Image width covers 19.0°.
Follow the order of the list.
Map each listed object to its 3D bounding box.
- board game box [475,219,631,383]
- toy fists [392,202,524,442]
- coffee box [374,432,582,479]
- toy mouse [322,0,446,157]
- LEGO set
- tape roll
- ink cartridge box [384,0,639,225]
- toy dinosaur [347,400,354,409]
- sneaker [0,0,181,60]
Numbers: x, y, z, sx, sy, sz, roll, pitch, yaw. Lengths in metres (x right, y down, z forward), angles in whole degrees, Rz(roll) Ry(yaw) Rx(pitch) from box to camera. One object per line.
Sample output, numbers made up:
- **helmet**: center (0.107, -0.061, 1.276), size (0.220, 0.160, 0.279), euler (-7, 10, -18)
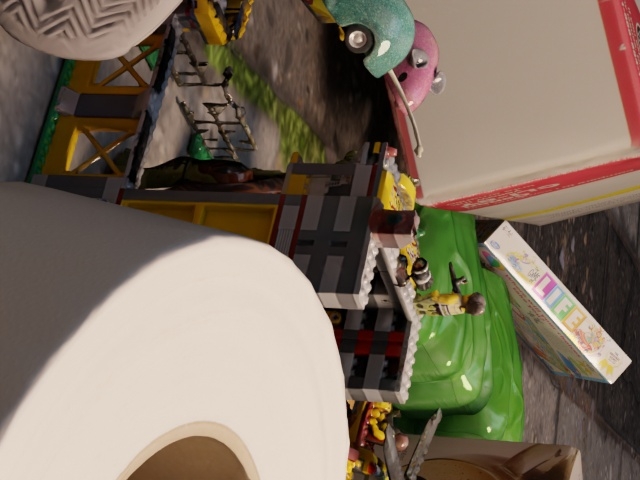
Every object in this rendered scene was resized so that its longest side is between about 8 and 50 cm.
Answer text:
- **board game box**: center (0.164, 0.047, 1.497), size (0.026, 0.103, 0.154), euler (-46, 104, -13)
- **toy fists**: center (0.086, 0.077, 1.371), size (0.279, 0.096, 0.142), euler (59, 22, -61)
- **coffee box**: center (0.059, 0.261, 1.190), size (0.297, 0.168, 0.119), euler (-64, 151, -50)
- **toy mouse**: center (0.029, -0.100, 0.880), size (0.161, 0.031, 0.143), euler (46, 16, -56)
- **LEGO set**: center (0.000, 0.000, 0.922), size (0.331, 0.192, 0.255), euler (73, 26, -47)
- **tape roll**: center (-0.097, 0.126, 0.686), size (0.286, 0.100, 0.286), euler (-37, 134, -53)
- **ink cartridge box**: center (0.156, -0.163, 1.347), size (0.384, 0.160, 0.279), euler (5, 71, -72)
- **toy dinosaur**: center (0.007, 0.081, 1.173), size (0.112, 0.064, 0.211), euler (-67, 154, -51)
- **sneaker**: center (-0.062, -0.235, 0.817), size (0.180, 0.124, 0.321), euler (-71, 176, -82)
